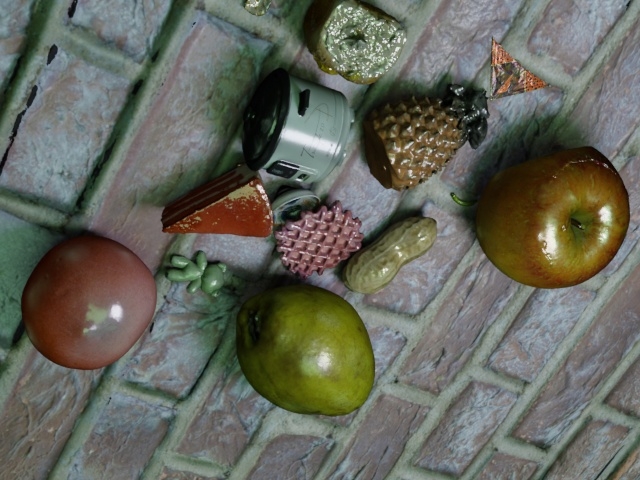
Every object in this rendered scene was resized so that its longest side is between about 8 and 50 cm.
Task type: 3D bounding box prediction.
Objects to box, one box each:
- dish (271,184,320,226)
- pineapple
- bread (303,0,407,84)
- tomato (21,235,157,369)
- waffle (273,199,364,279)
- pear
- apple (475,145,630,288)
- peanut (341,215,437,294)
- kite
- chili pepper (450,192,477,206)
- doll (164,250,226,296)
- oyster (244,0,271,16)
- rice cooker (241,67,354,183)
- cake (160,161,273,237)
[{"bbox_3d":[-0.080,-0.104,1.968,0.141,0.078,0.141,-22,159,-9],"label":"dish"},{"bbox_3d":[0.289,-0.271,1.913,0.358,0.223,0.222,-24,121,-14],"label":"pineapple"},{"bbox_3d":[0.066,-0.442,1.728,0.196,0.246,0.176,16,110,-18],"label":"bread"},{"bbox_3d":[-0.539,0.151,1.837,0.322,0.321,0.321,-6,118,-11],"label":"tomato"},{"bbox_3d":[0.000,0.000,2.028,0.234,0.055,0.221,-25,132,1],"label":"waffle"},{"bbox_3d":[-0.036,0.283,2.028,0.352,0.352,0.413,-37,123,6],"label":"pear"},{"bbox_3d":[0.589,-0.066,2.010,0.374,0.374,0.384,35,89,-27],"label":"apple"},{"bbox_3d":[0.186,0.038,2.068,0.298,0.136,0.120,-39,116,6],"label":"peanut"},{"bbox_3d":[0.473,-0.405,1.987,0.222,0.008,0.125,31,106,-26],"label":"kite"},{"bbox_3d":[0.387,-0.109,2.111,0.083,0.017,0.030,20,109,-22],"label":"chili pepper"},{"bbox_3d":[-0.320,0.085,2.008,0.151,0.077,0.115,20,73,-11],"label":"doll"},{"bbox_3d":[-0.134,-0.546,1.752,0.054,0.019,0.083,25,110,-23],"label":"oyster"},{"bbox_3d":[-0.068,-0.260,1.791,0.227,0.280,0.241,14,71,-25],"label":"rice cooker"},{"bbox_3d":[-0.239,-0.061,1.897,0.262,0.158,0.159,-28,119,3],"label":"cake"}]
